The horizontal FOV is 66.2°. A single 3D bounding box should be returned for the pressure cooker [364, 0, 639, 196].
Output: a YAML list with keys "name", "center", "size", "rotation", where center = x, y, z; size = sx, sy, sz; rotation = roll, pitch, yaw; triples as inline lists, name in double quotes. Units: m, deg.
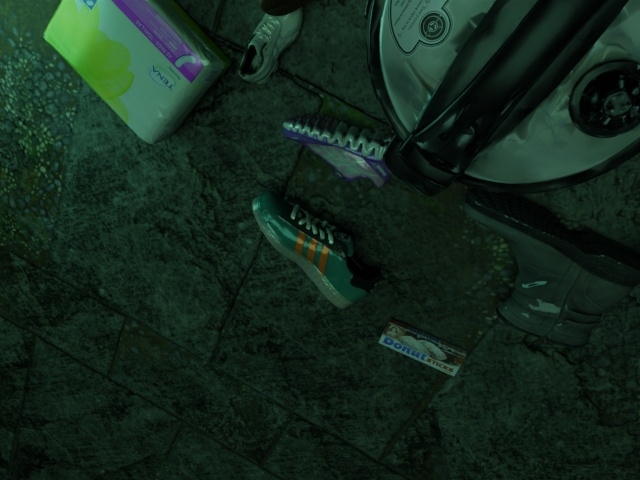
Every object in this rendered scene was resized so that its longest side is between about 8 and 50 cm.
- name: "pressure cooker"
  center: [0.253, -0.260, 0.609]
  size: [0.375, 0.420, 0.370]
  rotation: [-2, 114, 19]

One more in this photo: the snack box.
- name: "snack box"
  center: [0.220, 0.231, 1.066]
  size: [0.178, 0.022, 0.064]
  rotation: [23, 119, 6]

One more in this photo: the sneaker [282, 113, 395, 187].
- name: "sneaker"
  center: [0.038, -0.162, 0.910]
  size: [0.236, 0.095, 0.104]
  rotation: [18, 125, 8]

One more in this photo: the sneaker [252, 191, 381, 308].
- name: "sneaker"
  center: [0.000, 0.000, 0.988]
  size: [0.121, 0.108, 0.302]
  rotation: [-37, 107, 27]

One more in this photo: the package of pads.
- name: "package of pads"
  center: [-0.351, -0.359, 0.930]
  size: [0.296, 0.101, 0.229]
  rotation: [46, 118, -6]

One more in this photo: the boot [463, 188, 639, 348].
- name: "boot"
  center: [0.377, 0.063, 0.895]
  size: [0.338, 0.118, 0.222]
  rotation: [29, 124, 8]

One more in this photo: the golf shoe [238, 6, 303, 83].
- name: "golf shoe"
  center: [-0.089, -0.355, 0.861]
  size: [0.069, 0.086, 0.176]
  rotation: [32, 117, 4]

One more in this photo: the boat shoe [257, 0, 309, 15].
- name: "boat shoe"
  center: [0.034, -0.483, 0.744]
  size: [0.341, 0.121, 0.110]
  rotation: [-24, 82, 15]
